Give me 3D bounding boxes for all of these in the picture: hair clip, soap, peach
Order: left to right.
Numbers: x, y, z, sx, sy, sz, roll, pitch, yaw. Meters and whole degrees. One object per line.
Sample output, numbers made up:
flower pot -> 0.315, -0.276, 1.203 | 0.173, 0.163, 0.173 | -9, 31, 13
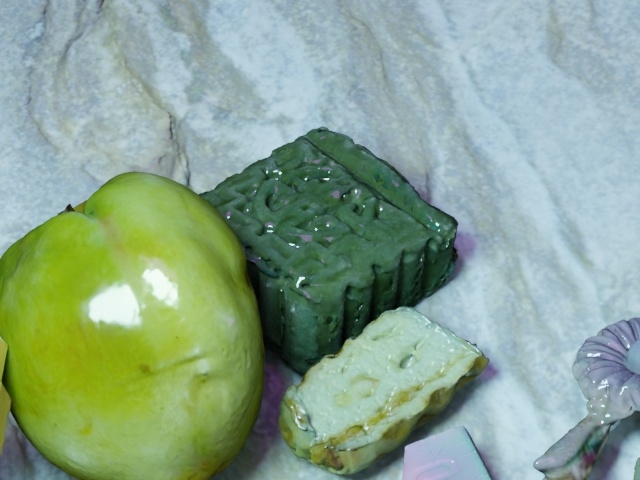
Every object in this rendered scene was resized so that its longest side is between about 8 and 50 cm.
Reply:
peach -> -0.197, 0.098, 1.975 | 0.282, 0.315, 0.314 | -20, 11, -6
soap -> 0.131, 0.270, 1.934 | 0.100, 0.056, 0.149 | -20, 48, -5
hair clip -> 0.304, 0.168, 1.972 | 0.173, 0.069, 0.300 | 15, 52, 47

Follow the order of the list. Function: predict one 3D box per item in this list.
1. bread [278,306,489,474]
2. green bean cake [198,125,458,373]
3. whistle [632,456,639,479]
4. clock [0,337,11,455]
bread -> 0.060, 0.162, 2.029 | 0.232, 0.088, 0.128 | -34, 60, -28
green bean cake -> 0.000, 0.000, 2.145 | 0.255, 0.132, 0.241 | -30, 48, -28
whistle -> 0.311, 0.322, 1.848 | 0.057, 0.068, 0.326 | 16, 52, 6
clock -> -0.474, 0.184, 1.851 | 0.317, 0.200, 0.244 | -4, 54, 15
